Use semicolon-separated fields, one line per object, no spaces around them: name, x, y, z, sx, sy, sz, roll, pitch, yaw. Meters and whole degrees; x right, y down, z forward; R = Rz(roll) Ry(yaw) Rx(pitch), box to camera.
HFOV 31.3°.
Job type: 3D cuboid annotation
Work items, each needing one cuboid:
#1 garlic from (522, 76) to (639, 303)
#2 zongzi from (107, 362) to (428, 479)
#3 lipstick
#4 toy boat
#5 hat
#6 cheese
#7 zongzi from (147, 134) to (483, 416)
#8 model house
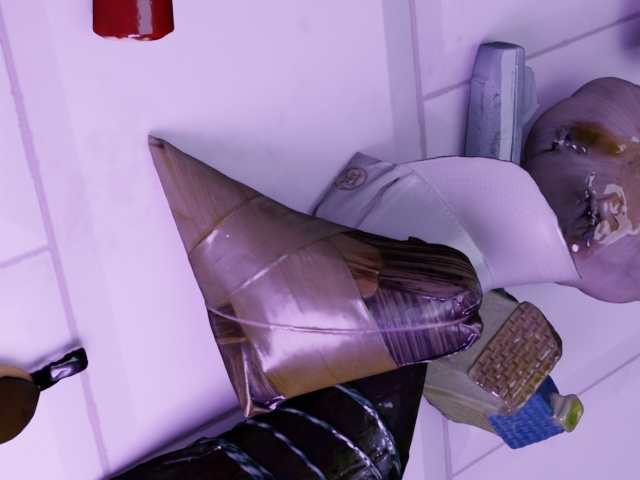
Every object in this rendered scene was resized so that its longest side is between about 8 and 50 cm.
garlic;0.402;-0.064;1.513;0.322;0.241;0.322;-10;115;-23
zongzi;-0.006;0.253;1.265;0.383;0.319;0.362;-7;127;-58
lipstick;-0.173;-0.304;1.036;0.080;0.080;0.241;-15;114;-36
toy boat;0.229;-0.120;1.449;0.085;0.078;0.260;-5;107;-24
hat;0.148;0.037;1.327;0.258;0.301;0.168;56;45;-37
cheese;-0.300;0.148;1.123;0.162;0.036;0.086;-27;119;-31
zongzi;0.000;0.000;1.185;0.289;0.154;0.317;-17;113;6
model house;0.252;0.165;1.504;0.195;0.189;0.214;-47;129;-15
